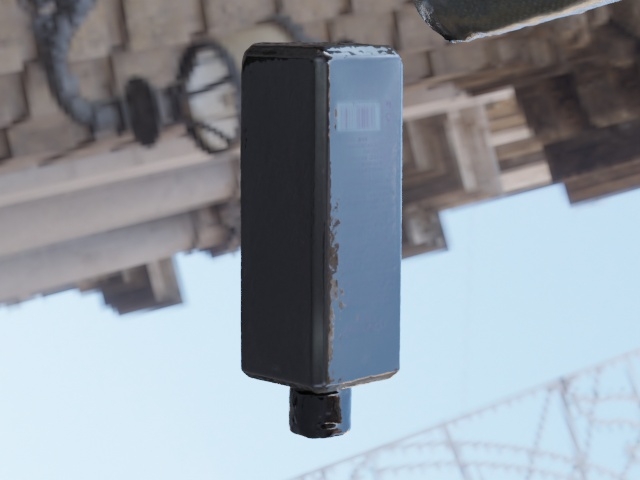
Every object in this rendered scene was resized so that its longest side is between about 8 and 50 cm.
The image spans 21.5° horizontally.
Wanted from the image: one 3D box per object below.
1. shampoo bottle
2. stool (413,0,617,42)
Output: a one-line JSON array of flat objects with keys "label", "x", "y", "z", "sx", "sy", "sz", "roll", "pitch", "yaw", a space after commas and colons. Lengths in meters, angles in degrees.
[{"label": "shampoo bottle", "x": 0.000, "y": 0.000, "z": 1.055, "sx": 0.079, "sy": 0.080, "sz": 0.246, "roll": 8, "pitch": -79, "yaw": 45}, {"label": "stool", "x": 0.152, "y": -0.259, "z": 0.646, "sx": 0.310, "sy": 0.310, "sz": 0.226, "roll": -10, "pitch": -57, "yaw": 52}]
